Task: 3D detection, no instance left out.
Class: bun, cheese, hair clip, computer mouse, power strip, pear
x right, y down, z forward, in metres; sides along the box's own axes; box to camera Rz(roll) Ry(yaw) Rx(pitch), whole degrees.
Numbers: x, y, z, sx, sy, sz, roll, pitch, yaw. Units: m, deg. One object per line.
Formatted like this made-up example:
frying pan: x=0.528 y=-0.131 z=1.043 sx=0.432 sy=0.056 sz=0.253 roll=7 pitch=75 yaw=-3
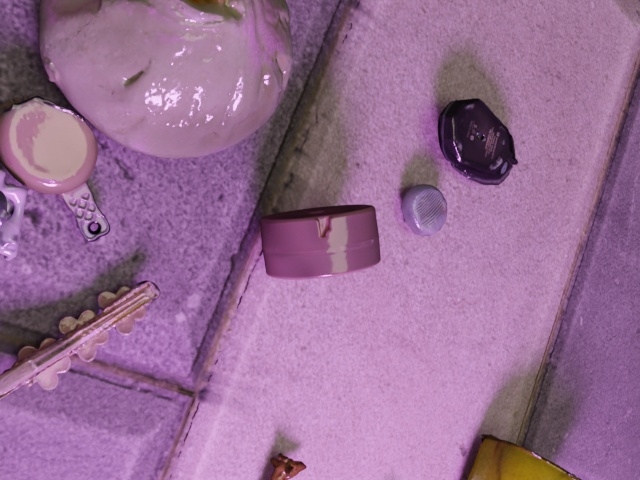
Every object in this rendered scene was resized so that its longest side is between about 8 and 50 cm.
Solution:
bun: x=0.156 y=-0.047 z=1.047 sx=0.083 sy=0.045 sz=0.083 roll=-1 pitch=93 yaw=-33
cheese: x=-0.277 y=-0.082 z=0.743 sx=0.092 sy=0.047 sz=0.171 roll=-51 pitch=119 yaw=-17
hair clip: x=-0.274 y=0.113 z=0.765 sx=0.214 sy=0.056 sz=0.062 roll=-36 pitch=97 yaw=-36
computer mouse: x=0.240 y=-0.155 z=1.087 sx=0.192 sy=0.062 sz=0.105 roll=25 pitch=79 yaw=-40
power strip: x=0.000 y=0.000 z=0.883 sx=0.154 sy=0.154 sz=0.078 roll=-12 pitch=98 yaw=-33
pear: x=0.327 y=0.490 z=1.141 sx=0.238 sy=0.164 sz=0.255 roll=46 pitch=68 yaw=-32
bun: x=-0.140 y=-0.233 z=0.741 sx=0.293 sy=0.187 sz=0.293 roll=-4 pitch=96 yaw=-37

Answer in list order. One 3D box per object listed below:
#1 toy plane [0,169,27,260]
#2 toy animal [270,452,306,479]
toy plane: x=-0.391 y=-0.015 z=0.630 sx=0.252 sy=0.118 sz=0.252 roll=-15 pitch=109 yaw=-50
toy animal: x=-0.071 y=0.431 z=0.931 sx=0.149 sy=0.054 sz=0.275 roll=-10 pitch=99 yaw=-36
